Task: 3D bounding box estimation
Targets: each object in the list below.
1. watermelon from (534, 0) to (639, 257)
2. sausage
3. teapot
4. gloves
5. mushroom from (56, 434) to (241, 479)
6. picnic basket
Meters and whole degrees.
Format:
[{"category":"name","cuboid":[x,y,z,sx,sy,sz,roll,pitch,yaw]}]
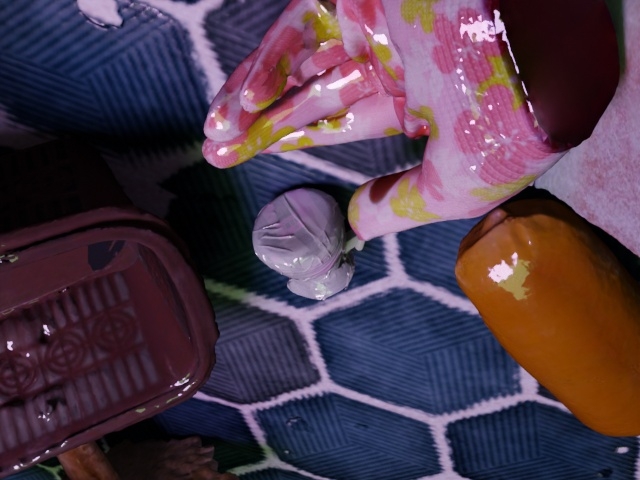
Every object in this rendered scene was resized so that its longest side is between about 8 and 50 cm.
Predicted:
[{"category":"watermelon","cuboid":[0.257,-0.035,0.449,0.283,0.293,0.250,17,170,-7]},{"category":"sausage","cuboid":[0.173,0.056,0.683,0.098,0.098,0.238,-20,132,33]},{"category":"teapot","cuboid":[0.000,0.000,0.691,0.083,0.064,0.064,-30,140,0]},{"category":"gloves","cuboid":[0.035,-0.081,0.544,0.145,0.126,0.241,35,164,-32]},{"category":"mushroom","cuboid":[-0.215,0.205,0.852,0.233,0.208,0.302,-1,146,40]},{"category":"picnic basket","cuboid":[-0.228,0.051,0.681,0.297,0.129,0.222,-21,139,-7]}]
